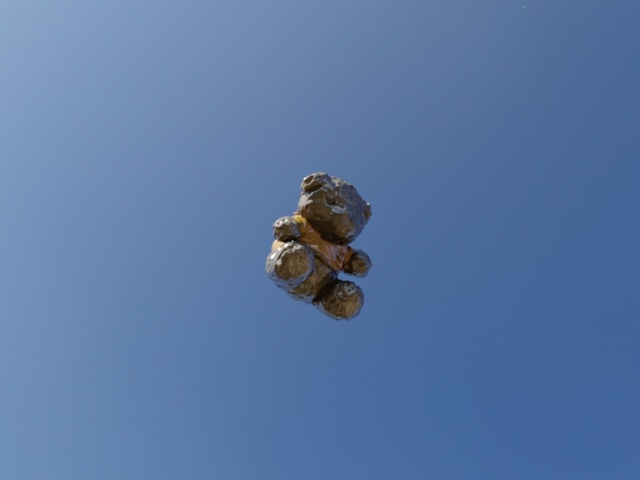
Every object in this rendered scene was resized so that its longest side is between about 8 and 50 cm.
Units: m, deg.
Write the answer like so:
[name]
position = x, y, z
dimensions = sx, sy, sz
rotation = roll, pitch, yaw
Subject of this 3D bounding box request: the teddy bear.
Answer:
[teddy bear]
position = 0.000, 0.000, 0.900
dimensions = 0.177, 0.140, 0.190
rotation = 32, -99, -33
